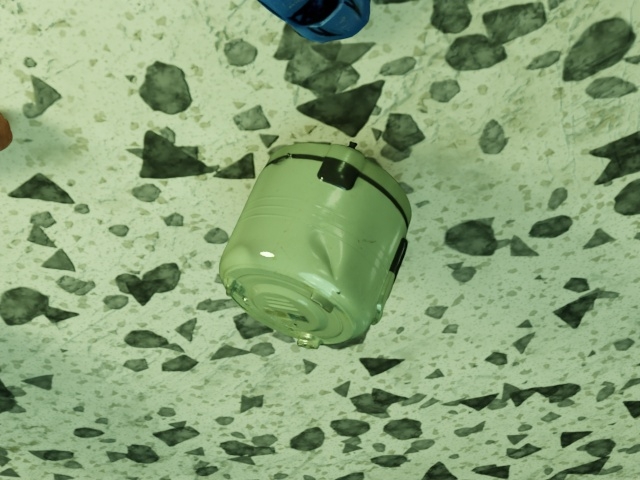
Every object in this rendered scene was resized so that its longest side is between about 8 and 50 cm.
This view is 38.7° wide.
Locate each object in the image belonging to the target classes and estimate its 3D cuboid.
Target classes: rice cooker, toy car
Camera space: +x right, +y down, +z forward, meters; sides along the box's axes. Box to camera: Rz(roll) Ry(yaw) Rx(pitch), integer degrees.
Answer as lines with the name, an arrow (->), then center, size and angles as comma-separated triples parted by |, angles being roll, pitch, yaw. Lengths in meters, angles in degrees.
rice cooker -> 0.000, 0.000, 1.188 | 0.226, 0.244, 0.226 | 15, 151, 9
toy car -> -0.031, -0.281, 0.987 | 0.216, 0.063, 0.103 | 29, 128, -34

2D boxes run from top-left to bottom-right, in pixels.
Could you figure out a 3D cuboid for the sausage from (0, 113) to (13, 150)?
sausage -> -0.458, -0.119, 1.121 | 0.154, 0.062, 0.062 | -16, 139, 9
